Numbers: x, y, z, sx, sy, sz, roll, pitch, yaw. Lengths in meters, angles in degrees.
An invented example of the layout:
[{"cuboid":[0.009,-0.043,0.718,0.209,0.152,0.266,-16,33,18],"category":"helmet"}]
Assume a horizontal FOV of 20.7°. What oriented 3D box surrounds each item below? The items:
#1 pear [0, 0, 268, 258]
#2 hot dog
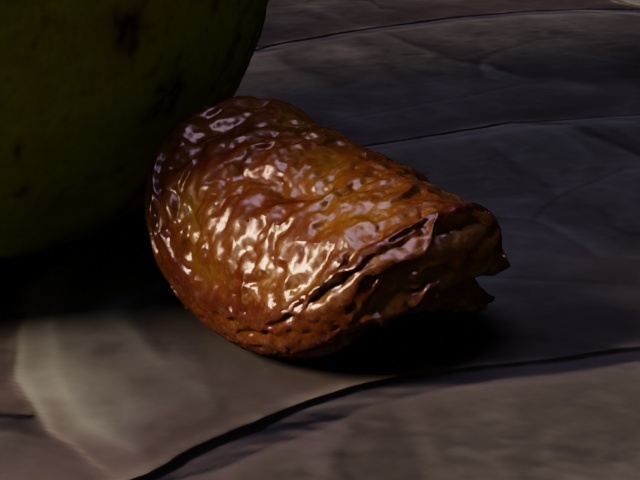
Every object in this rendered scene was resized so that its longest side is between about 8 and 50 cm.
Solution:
[{"cuboid":[-0.201,-0.173,0.709,0.391,0.391,0.391,-4,17,1],"category":"pear"},{"cuboid":[0.001,-0.002,0.617,0.099,0.065,0.147,-17,32,-36],"category":"hot dog"}]
